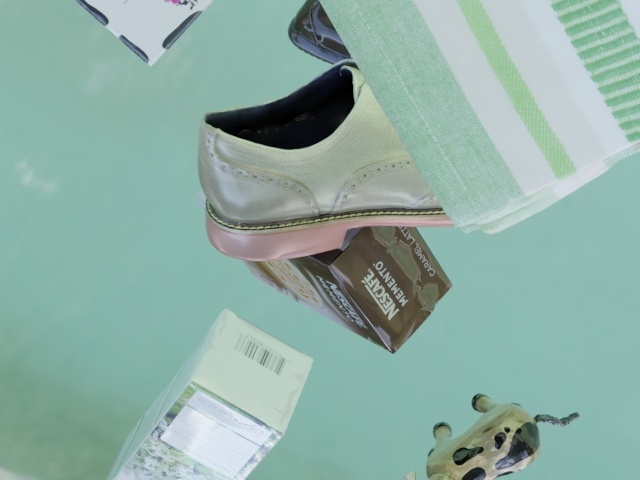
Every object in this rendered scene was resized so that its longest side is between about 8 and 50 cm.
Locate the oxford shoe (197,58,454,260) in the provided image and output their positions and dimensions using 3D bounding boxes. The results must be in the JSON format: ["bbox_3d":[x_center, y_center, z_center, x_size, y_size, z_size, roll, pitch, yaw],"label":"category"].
[{"bbox_3d":[0.080,-0.098,1.470,0.140,0.397,0.146,-120,16,-50],"label":"oxford shoe"}]

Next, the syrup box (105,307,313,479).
[{"bbox_3d":[-0.108,0.176,1.422,0.093,0.096,0.237,31,134,-8],"label":"syrup box"}]

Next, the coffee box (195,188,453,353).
[{"bbox_3d":[0.000,0.000,1.632,0.246,0.098,0.141,25,158,51],"label":"coffee box"}]

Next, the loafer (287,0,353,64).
[{"bbox_3d":[0.070,-0.221,1.801,0.220,0.080,0.078,21,129,5],"label":"loafer"}]

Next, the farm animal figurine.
[{"bbox_3d":[0.078,0.311,1.493,0.327,0.330,0.172,1,-169,-4],"label":"farm animal figurine"}]

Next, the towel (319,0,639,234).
[{"bbox_3d":[0.164,-0.172,0.915,0.325,0.038,0.248,-27,98,18],"label":"towel"}]

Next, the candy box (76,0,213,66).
[{"bbox_3d":[-0.173,-0.284,1.339,0.233,0.159,0.071,42,-159,-13],"label":"candy box"}]
